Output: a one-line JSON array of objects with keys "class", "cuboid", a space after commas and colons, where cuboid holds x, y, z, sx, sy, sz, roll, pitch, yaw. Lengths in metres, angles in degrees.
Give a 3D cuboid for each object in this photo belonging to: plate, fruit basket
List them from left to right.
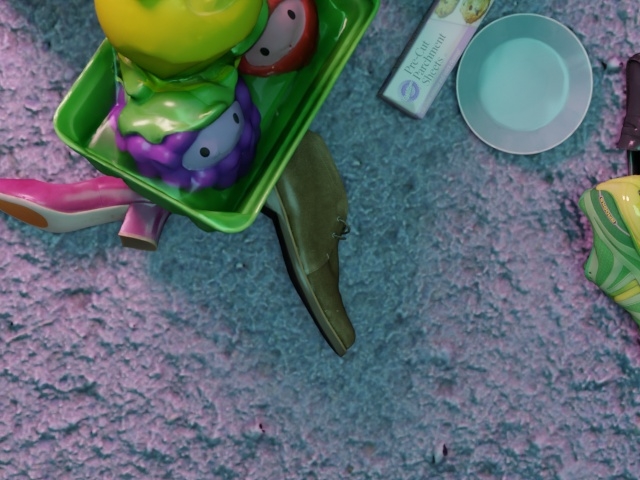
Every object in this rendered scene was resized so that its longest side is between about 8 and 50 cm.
[{"class": "fruit basket", "cuboid": [-0.119, -0.221, 1.188, 0.283, 0.392, 0.392, 30, 92, -3]}, {"class": "plate", "cuboid": [0.271, -0.209, 1.443, 0.188, 0.024, 0.188, -1, 96, -7]}]

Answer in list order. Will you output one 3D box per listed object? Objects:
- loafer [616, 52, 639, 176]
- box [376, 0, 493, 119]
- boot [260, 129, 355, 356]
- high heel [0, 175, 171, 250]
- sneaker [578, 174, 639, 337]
[{"class": "loafer", "cuboid": [0.435, -0.139, 1.441, 0.078, 0.076, 0.223, -14, 101, -12]}, {"class": "box", "cuboid": [0.185, -0.310, 1.403, 0.067, 0.063, 0.324, 32, 92, -8]}, {"class": "boot", "cuboid": [0.000, 0.000, 1.399, 0.115, 0.112, 0.305, -21, 95, -10]}, {"class": "high heel", "cuboid": [-0.306, -0.070, 1.383, 0.244, 0.082, 0.117, 12, 66, 5]}, {"class": "sneaker", "cuboid": [0.427, 0.042, 1.455, 0.109, 0.123, 0.295, -39, 118, -37]}]
